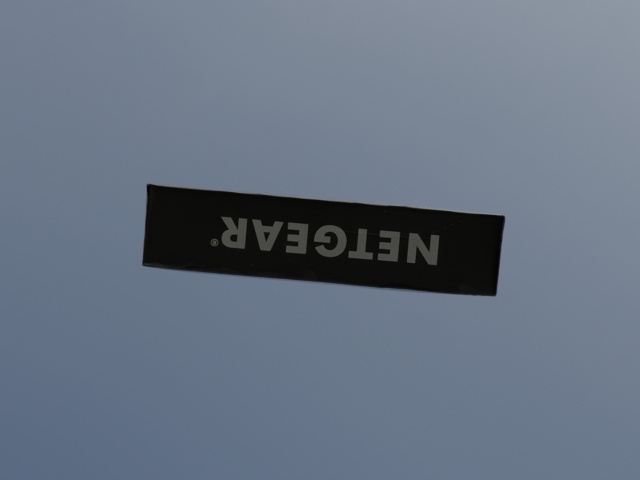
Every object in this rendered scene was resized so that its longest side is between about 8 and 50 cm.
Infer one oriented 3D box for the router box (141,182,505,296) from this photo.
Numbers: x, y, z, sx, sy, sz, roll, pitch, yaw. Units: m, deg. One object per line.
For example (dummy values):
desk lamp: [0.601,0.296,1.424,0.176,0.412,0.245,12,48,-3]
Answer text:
router box: [0.000,0.000,0.726,0.179,0.133,0.046,5,-90,-2]
